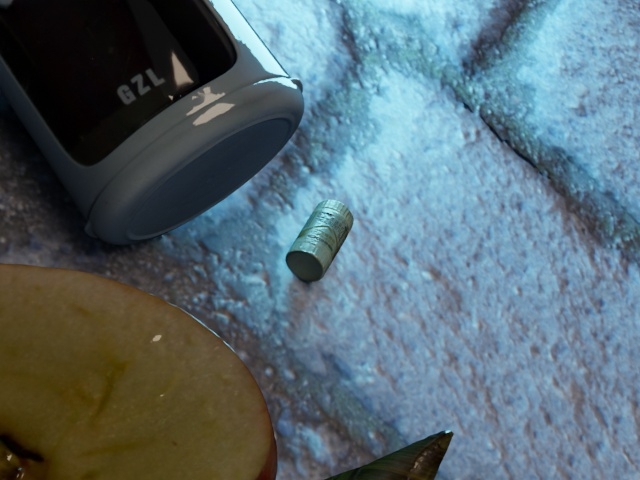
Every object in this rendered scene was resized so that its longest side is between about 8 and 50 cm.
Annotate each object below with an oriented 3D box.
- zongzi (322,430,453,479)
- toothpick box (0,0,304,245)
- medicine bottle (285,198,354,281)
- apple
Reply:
[{"bbox_3d":[-0.039,0.234,1.154,0.247,0.241,0.111,15,18,-18],"label":"zongzi"},{"bbox_3d":[-0.204,-0.196,1.327,0.263,0.263,0.355,-28,78,-40],"label":"toothpick box"},{"bbox_3d":[0.000,0.000,1.441,0.047,0.047,0.083,37,49,-7],"label":"medicine bottle"},{"bbox_3d":[-0.235,0.179,1.016,0.365,0.295,0.329,26,15,15],"label":"apple"}]
